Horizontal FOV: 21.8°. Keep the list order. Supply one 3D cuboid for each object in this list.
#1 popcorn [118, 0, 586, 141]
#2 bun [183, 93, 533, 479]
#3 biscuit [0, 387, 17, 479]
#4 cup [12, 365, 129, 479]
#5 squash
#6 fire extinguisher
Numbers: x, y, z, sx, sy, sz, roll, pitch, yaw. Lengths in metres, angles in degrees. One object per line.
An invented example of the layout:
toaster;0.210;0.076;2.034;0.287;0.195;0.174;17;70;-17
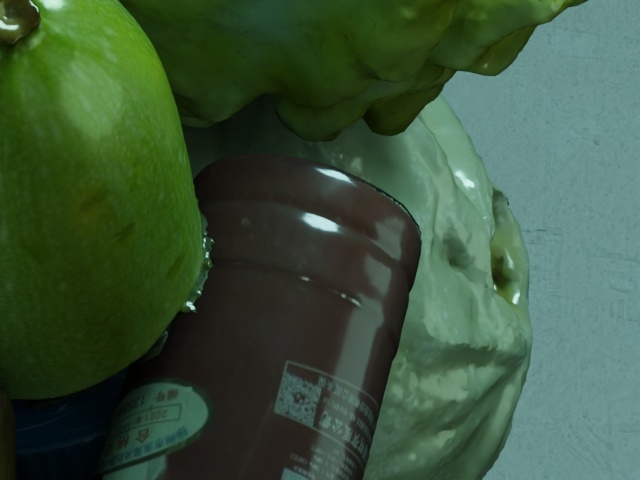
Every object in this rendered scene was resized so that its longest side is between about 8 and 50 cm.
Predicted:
popcorn;-0.025;-0.184;0.764;0.312;0.312;0.312;-176;-90;-90
bun;0.000;0.000;0.985;0.365;0.219;0.365;60;7;-13
biscuit;-0.142;0.218;0.439;0.394;0.076;0.368;-99;-168;-75
cup;-0.113;0.136;0.748;0.176;0.131;0.155;15;-61;51
squash;-0.101;-0.026;0.541;0.186;0.123;0.123;91;3;-67
fire extinguisher;-0.052;0.128;0.597;0.138;0.102;0.344;69;33;-58
